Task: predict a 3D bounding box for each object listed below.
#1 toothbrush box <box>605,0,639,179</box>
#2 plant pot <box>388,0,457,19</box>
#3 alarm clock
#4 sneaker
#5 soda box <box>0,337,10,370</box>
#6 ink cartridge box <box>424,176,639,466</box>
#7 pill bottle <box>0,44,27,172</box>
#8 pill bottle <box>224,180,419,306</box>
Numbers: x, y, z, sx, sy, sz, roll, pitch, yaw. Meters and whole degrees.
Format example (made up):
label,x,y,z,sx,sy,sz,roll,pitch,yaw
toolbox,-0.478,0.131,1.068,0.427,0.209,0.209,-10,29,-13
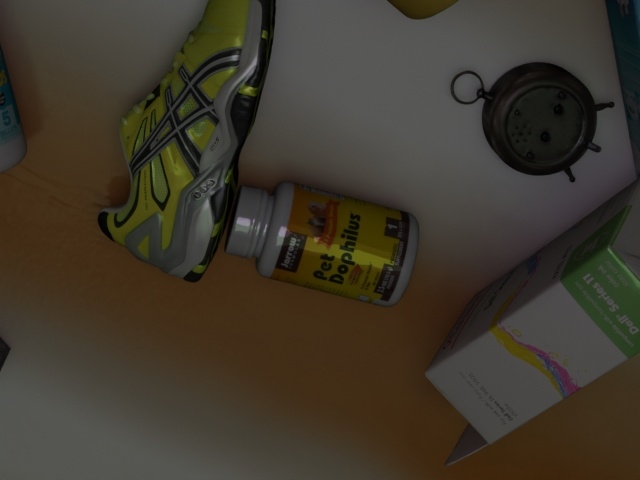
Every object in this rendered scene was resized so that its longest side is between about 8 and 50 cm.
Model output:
label,x,y,z,sx,sy,sz,roll,pitch,yaw
toothbrush box,0.465,-0.194,1.459,0.216,0.126,0.295,-16,108,1
plant pot,0.088,-0.397,1.294,0.239,0.254,0.254,37,102,-18
alarm clock,0.242,-0.149,1.496,0.192,0.064,0.129,22,105,-7
sneaker,-0.148,-0.145,1.429,0.147,0.145,0.384,17,101,0
soda box,-0.521,0.194,1.540,0.286,0.091,0.098,-36,106,8
ink cartridge box,0.256,0.097,1.457,0.119,0.207,0.353,48,125,-3
pill bottle,-0.422,-0.199,1.388,0.146,0.146,0.264,-11,109,0
pill bottle,0.000,0.000,1.496,0.215,0.117,0.117,14,107,-8
